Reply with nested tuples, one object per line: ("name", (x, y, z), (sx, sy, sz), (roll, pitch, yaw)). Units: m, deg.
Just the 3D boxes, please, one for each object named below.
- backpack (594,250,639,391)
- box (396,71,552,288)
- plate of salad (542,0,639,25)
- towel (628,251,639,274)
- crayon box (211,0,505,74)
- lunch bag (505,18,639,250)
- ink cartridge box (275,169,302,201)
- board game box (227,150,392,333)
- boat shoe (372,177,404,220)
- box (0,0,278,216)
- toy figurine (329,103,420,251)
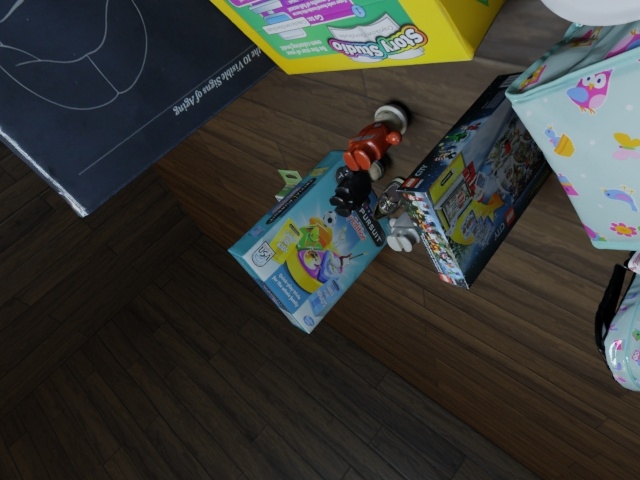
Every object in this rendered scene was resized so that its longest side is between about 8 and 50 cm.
("backpack", (0.447, 0.112, 0.524), (0.152, 0.182, 0.115), (46, 161, -6))
("box", (0.207, -0.077, 0.518), (0.044, 0.233, 0.159), (17, 147, 51))
("plate of salad", (0.234, -0.259, 0.281), (0.200, 0.048, 0.199), (37, 132, 57))
("towel", (0.436, 0.042, 0.456), (0.197, 0.144, 0.029), (45, 166, -6))
("crayon box", (-0.024, -0.335, 0.461), (0.313, 0.106, 0.363), (30, 176, -41))
("lunch bag", (0.333, -0.107, 0.328), (0.223, 0.160, 0.262), (49, 166, -15))
("ink cartridge box", (-0.066, -0.113, 1.238), (0.109, 0.062, 0.209), (18, 148, 53))
("board game box", (0.000, 0.000, 0.929), (0.079, 0.336, 0.253), (16, 147, 53))
("boat shoe", (0.152, -0.082, 0.893), (0.056, 0.049, 0.152), (41, 160, 11))
("box", (-0.355, -0.381, 0.611), (0.298, 0.480, 0.471), (21, 151, 51))
("toy figurine", (0.139, -0.106, 0.724), (0.210, 0.148, 0.213), (33, 151, 10))
